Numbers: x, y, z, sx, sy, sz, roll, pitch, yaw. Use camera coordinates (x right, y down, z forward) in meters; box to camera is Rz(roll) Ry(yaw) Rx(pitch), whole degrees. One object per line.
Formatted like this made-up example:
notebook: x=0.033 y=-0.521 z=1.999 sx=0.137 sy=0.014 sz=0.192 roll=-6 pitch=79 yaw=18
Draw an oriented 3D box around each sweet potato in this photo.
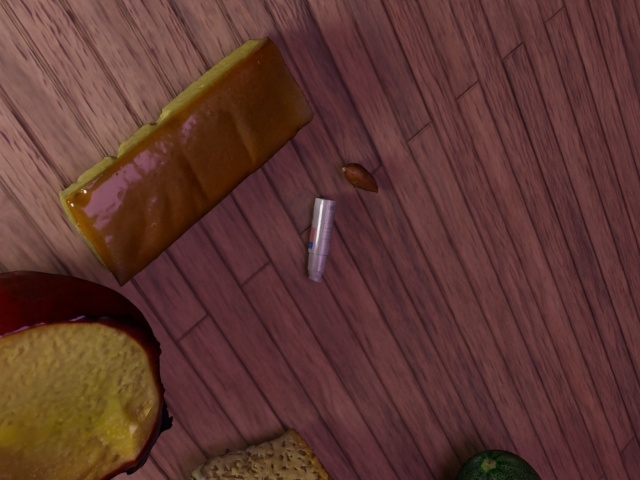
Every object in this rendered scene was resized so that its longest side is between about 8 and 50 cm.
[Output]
sweet potato: x=0.062 y=-0.099 z=1.321 sx=0.095 sy=0.034 sz=0.034 roll=32 pitch=81 yaw=-48

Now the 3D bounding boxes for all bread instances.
bread: x=-0.087 y=0.484 z=1.299 sx=0.248 sy=0.279 sz=0.315 roll=-9 pitch=145 yaw=-42
bread: x=-0.175 y=-0.112 z=1.116 sx=0.361 sy=0.077 sz=0.138 roll=-44 pitch=123 yaw=-20

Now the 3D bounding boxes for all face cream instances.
face cream: x=0.000 y=0.000 z=1.296 sx=0.034 sy=0.034 sz=0.130 roll=2 pitch=99 yaw=-36

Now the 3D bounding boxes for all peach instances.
peach: x=-0.357 y=0.162 z=0.961 sx=0.361 sy=0.201 sz=0.258 roll=-6 pitch=113 yaw=-47

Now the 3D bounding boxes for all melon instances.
melon: x=0.340 y=0.502 z=1.573 sx=0.182 sy=0.182 sz=0.288 roll=-32 pitch=120 yaw=-26
